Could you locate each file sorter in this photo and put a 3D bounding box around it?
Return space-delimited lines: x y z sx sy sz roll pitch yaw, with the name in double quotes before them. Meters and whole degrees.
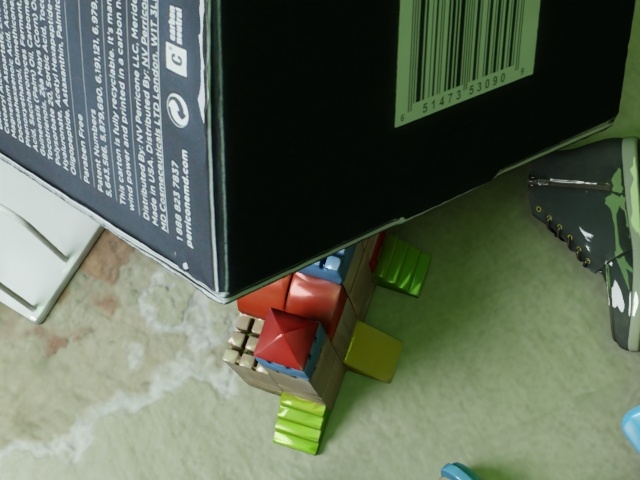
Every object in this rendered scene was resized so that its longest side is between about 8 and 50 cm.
"file sorter" -0.326 -0.090 1.339 0.193 0.173 0.277 29 80 14

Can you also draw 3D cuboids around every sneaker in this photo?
"sneaker" 0.281 0.008 1.298 0.118 0.083 0.222 -6 79 24

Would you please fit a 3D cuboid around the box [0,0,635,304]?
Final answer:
"box" -0.055 -0.238 1.067 0.480 0.297 0.472 -25 38 -37

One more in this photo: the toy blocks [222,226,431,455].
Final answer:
"toy blocks" 0.000 0.000 1.227 0.191 0.261 0.381 17 76 11

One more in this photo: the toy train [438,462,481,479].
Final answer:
"toy train" 0.149 0.300 1.153 0.143 0.105 0.248 -43 30 -18

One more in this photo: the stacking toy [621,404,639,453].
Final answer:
"stacking toy" 0.378 0.082 1.212 0.166 0.175 0.301 -24 42 25
